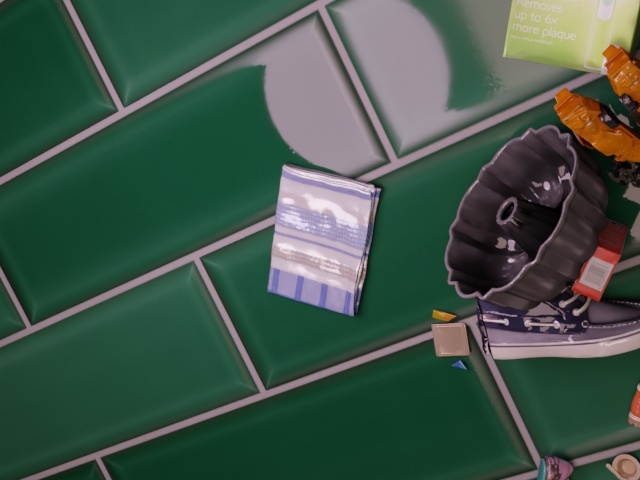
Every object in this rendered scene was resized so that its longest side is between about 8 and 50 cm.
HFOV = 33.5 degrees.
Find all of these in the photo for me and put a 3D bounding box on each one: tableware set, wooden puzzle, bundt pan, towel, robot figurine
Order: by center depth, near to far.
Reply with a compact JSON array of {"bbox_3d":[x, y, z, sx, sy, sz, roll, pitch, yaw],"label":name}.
[{"bbox_3d":[0.524,-0.194,1.725,0.211,0.291,0.085,-43,42,27],"label":"robot figurine"},{"bbox_3d":[0.361,-0.025,1.808,0.124,0.331,0.331,27,119,-22],"label":"bundt pan"},{"bbox_3d":[0.623,0.433,1.967,0.141,0.020,0.169,51,123,17],"label":"tableware set"},{"bbox_3d":[0.254,0.191,2.070,0.078,0.014,0.116,4,107,26],"label":"wooden puzzle"},{"bbox_3d":[0.000,0.000,2.106,0.209,0.034,0.285,16,112,19],"label":"towel"}]

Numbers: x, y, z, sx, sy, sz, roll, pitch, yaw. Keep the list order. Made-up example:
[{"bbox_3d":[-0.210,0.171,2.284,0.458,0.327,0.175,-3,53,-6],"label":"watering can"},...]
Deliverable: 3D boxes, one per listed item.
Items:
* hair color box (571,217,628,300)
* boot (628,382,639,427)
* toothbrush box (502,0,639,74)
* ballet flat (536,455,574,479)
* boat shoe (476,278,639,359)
[{"bbox_3d":[0.483,0.029,1.834,0.053,0.167,0.093,25,114,13],"label":"hair color box"},{"bbox_3d":[0.641,0.306,1.918,0.158,0.059,0.085,11,105,21],"label":"boot"},{"bbox_3d":[0.431,-0.428,1.741,0.206,0.122,0.283,15,110,18],"label":"toothbrush box"},{"bbox_3d":[0.440,0.518,2.066,0.079,0.077,0.221,13,112,-2],"label":"ballet flat"},{"bbox_3d":[0.435,0.117,1.902,0.340,0.127,0.158,-10,110,26],"label":"boat shoe"}]
